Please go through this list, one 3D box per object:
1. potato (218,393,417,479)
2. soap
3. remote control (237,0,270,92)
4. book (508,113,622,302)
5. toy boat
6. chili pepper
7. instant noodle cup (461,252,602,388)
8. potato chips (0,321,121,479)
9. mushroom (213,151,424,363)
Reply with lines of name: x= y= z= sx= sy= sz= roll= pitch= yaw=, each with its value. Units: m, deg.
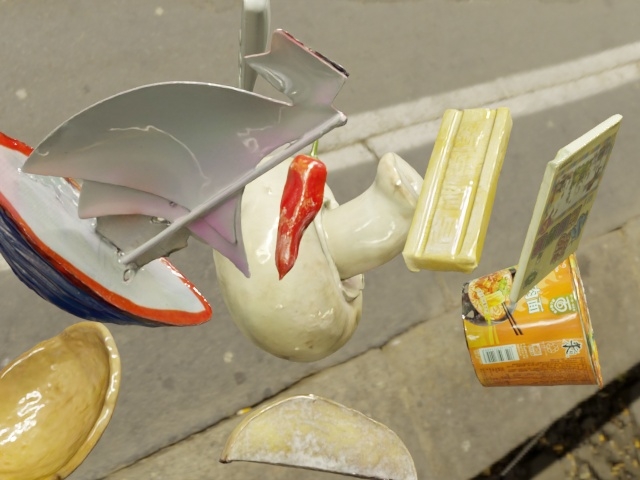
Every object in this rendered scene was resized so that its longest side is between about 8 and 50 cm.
potato: x=0.000 y=0.250 z=1.147 sx=0.261 sy=0.120 sz=0.100 roll=11 pitch=82 yaw=-13
soap: x=0.181 y=-0.069 z=1.148 sx=0.037 sy=0.092 sz=0.252 roll=57 pitch=43 yaw=-45
remote control: x=-0.062 y=-0.167 z=0.808 sx=0.027 sy=0.184 sz=0.049 roll=2 pitch=61 yaw=-6
book: x=0.285 y=-0.038 z=1.034 sx=0.013 sy=0.192 sz=0.168 roll=30 pitch=41 yaw=29
toy boat: x=-0.133 y=-0.040 z=0.612 sx=0.219 sy=0.318 sz=0.072 roll=23 pitch=48 yaw=-13
chili pepper: x=-0.023 y=-0.044 z=1.064 sx=0.050 sy=0.059 sz=0.191 roll=13 pitch=86 yaw=-6
instant noodle cup: x=0.331 y=0.134 z=1.400 sx=0.230 sy=0.182 sz=0.230 roll=-13 pitch=90 yaw=-72
potato chips: x=-0.299 y=0.192 z=1.014 sx=0.062 sy=0.195 sz=0.208 roll=46 pitch=62 yaw=-48
mushroom: x=-0.036 y=0.006 z=1.315 sx=0.315 sy=0.356 sz=0.315 roll=11 pitch=44 yaw=-11
